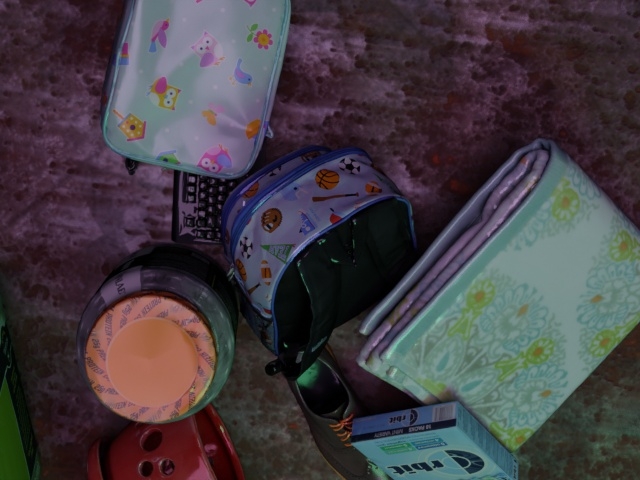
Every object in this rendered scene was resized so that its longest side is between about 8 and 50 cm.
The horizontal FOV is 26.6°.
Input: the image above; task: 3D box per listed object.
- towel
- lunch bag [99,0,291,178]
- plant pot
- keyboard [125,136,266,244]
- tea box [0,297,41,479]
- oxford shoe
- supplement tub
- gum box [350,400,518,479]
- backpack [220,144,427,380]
[{"bbox_3d":[0.258,0.088,1.780,0.374,0.090,0.320,-47,128,4],"label":"towel"},{"bbox_3d":[-0.157,-0.219,1.739,0.224,0.108,0.279,12,98,-14],"label":"lunch bag"},{"bbox_3d":[-0.206,0.316,1.797,0.174,0.191,0.191,-23,98,3],"label":"plant pot"},{"bbox_3d":[-0.173,-0.153,1.817,0.202,0.033,0.317,3,97,-3],"label":"keyboard"},{"bbox_3d":[-0.495,0.254,1.672,0.220,0.329,0.323,-9,113,-1],"label":"tea box"},{"bbox_3d":[0.026,0.252,1.843,0.097,0.098,0.271,-34,98,2],"label":"oxford shoe"},{"bbox_3d":[-0.201,0.116,1.706,0.194,0.316,0.193,0,97,-2],"label":"supplement tub"},{"bbox_3d":[0.154,0.281,1.799,0.157,0.041,0.184,-15,140,30],"label":"gum box"},{"bbox_3d":[0.000,0.000,1.712,0.276,0.263,0.213,-37,71,-18],"label":"backpack"}]
